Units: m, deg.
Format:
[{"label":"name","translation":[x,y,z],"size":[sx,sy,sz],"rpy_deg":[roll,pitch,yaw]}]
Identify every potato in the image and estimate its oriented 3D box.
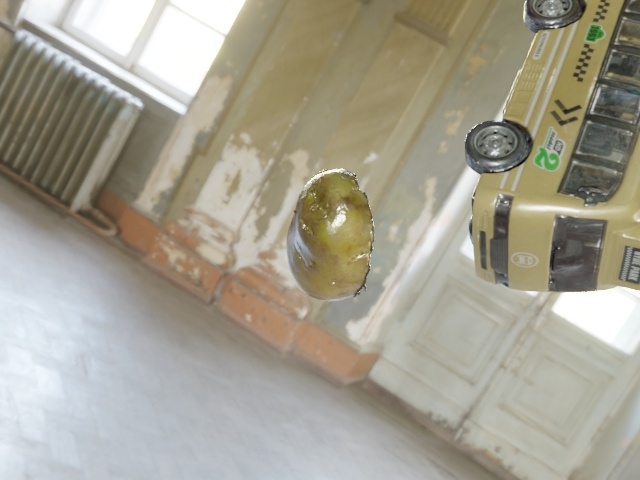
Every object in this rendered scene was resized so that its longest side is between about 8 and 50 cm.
[{"label":"potato","translation":[0.000,0.000,1.062],"size":[0.081,0.200,0.164],"rpy_deg":[-12,58,-19]}]

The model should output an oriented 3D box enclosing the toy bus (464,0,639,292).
[{"label":"toy bus","translation":[0.286,-0.120,0.883],"size":[0.201,0.365,0.177],"rpy_deg":[15,-29,22]}]
